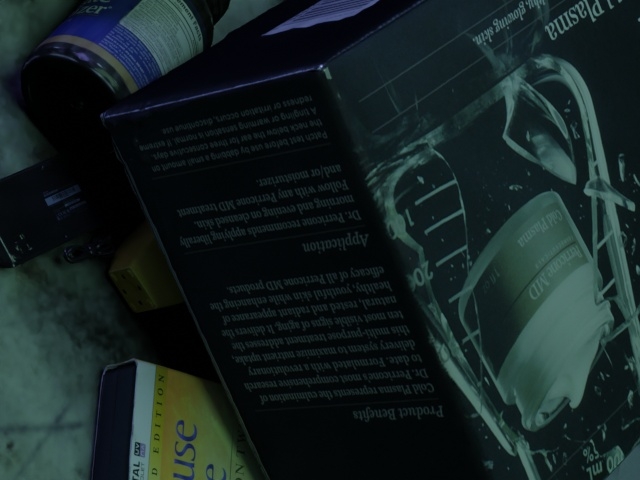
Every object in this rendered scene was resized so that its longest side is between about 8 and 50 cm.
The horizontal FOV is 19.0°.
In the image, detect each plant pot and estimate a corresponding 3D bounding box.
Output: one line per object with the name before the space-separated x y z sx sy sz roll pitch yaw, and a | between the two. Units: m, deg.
plant pot | -0.150 0.025 1.808 0.083 0.081 0.081 -40 105 -32

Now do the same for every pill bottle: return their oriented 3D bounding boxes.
pill bottle | -0.178 -0.189 1.820 0.123 0.123 0.219 52 47 -18

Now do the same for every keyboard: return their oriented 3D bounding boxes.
keyboard | -0.237 -0.024 1.782 0.180 0.023 0.108 -29 90 -44

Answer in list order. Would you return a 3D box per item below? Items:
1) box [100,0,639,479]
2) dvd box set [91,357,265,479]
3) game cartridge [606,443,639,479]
box | 0.126 -0.021 1.803 0.480 0.297 0.472 -37 112 -42
dvd box set | -0.038 0.308 1.828 0.420 0.062 0.307 21 62 -38
game cartridge | 0.328 0.191 2.218 0.355 0.068 0.230 38 57 -28
